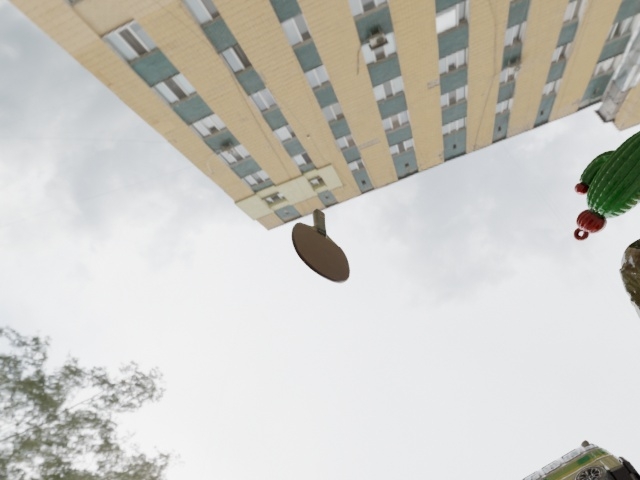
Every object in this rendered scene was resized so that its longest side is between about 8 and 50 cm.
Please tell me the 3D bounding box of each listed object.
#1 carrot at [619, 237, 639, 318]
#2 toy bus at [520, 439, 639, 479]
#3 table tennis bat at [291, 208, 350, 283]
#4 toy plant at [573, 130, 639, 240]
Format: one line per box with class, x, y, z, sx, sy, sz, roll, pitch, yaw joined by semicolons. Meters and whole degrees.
carrot;0.603;0.122;0.656;0.139;0.138;0.301;-37;-75;2
toy bus;0.435;0.509;0.732;0.306;0.179;0.143;-36;-103;7
table tennis bat;0.000;0.000;0.905;0.021;0.154;0.274;-49;-159;23
toy plant;0.602;-0.118;0.820;0.088;0.240;0.154;11;-125;-20
